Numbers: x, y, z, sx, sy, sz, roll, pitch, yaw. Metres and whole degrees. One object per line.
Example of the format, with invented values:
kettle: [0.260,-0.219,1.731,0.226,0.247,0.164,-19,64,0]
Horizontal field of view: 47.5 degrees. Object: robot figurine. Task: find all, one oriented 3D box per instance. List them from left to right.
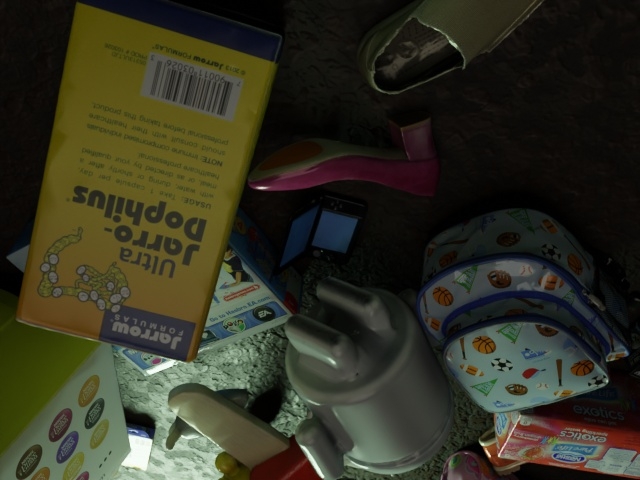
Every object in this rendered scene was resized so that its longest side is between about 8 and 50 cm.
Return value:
robot figurine: [0.079,0.209,1.073,0.199,0.300,0.353,24,152,45]

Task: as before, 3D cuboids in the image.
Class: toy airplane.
toy airplane: [-0.085,0.398,1.286,0.384,0.272,0.386,-4,109,-20]

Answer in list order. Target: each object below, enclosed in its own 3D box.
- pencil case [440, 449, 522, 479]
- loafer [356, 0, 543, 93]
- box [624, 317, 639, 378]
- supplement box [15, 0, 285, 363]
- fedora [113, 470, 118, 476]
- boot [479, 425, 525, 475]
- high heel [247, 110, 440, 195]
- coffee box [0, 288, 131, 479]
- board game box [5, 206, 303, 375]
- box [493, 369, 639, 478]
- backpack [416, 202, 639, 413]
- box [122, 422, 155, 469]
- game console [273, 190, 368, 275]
pencil case: [0.359,0.509,1.396,0.284,0.124,0.124,33,127,-23]
loafer: [0.152,-0.236,0.776,0.268,0.092,0.102,-34,120,31]
box: [0.572,0.160,1.087,0.180,0.077,0.147,21,131,-12]
supplement box: [-0.179,-0.082,0.799,0.195,0.194,0.357,15,106,-7]
fedora: [-0.471,0.392,1.415,0.194,0.079,0.194,4,126,5]
boot: [0.362,0.351,1.298,0.158,0.059,0.085,-33,99,17]
high heel: [0.035,-0.075,0.908,0.244,0.082,0.117,-21,122,-14]
coffee box: [-0.543,0.299,1.117,0.338,0.338,0.334,20,134,14]
board game box: [-0.235,0.041,1.072,0.308,0.086,0.302,-23,125,24]
box: [0.424,0.289,1.189,0.256,0.123,0.128,8,131,-1]
backpack: [0.259,0.092,0.989,0.276,0.213,0.263,-30,113,31]
box: [-0.376,0.405,1.452,0.081,0.028,0.136,15,129,-7]
game console: [0.000,0.000,1.017,0.107,0.071,0.122,14,132,-6]
